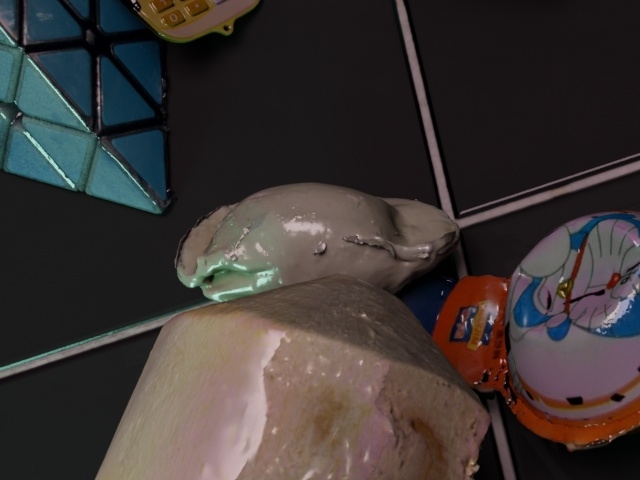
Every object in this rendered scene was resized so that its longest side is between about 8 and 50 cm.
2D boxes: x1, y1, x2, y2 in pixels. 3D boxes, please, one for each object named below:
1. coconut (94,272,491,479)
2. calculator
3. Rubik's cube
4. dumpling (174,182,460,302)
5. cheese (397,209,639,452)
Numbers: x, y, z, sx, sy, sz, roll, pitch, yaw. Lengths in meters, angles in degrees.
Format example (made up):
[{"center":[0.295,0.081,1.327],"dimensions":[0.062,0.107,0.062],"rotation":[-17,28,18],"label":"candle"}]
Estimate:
[{"center":[-0.016,0.177,1.347],"dimensions":[0.297,0.297,0.309],"rotation":[16,77,29],"label":"coconut"},{"center":[-0.160,-0.294,1.735],"dimensions":[0.157,0.033,0.236],"rotation":[-31,80,-32],"label":"calculator"},{"center":[-0.263,-0.167,1.719],"dimensions":[0.233,0.229,0.228],"rotation":[3,105,-15],"label":"Rubik's cube"},{"center":[0.000,0.000,1.534],"dimensions":[0.247,0.142,0.172],"rotation":[-1,32,7],"label":"dumpling"},{"center":[0.193,0.071,1.412],"dimensions":[0.329,0.129,0.217],"rotation":[-3,56,41],"label":"cheese"}]
